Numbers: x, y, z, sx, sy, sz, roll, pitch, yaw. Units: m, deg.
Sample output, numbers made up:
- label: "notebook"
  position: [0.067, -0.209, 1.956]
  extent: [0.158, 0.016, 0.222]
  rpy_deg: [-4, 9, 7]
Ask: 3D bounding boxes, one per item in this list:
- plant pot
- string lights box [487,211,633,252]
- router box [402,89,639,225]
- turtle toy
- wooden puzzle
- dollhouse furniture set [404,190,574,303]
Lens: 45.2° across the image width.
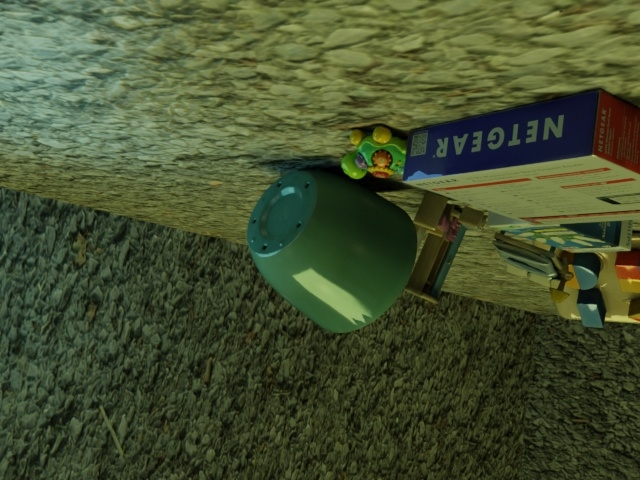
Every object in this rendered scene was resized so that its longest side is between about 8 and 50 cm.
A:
- label: "plant pot"
  position: [0.000, 0.000, 1.489]
  extent: [0.235, 0.293, 0.293]
  rpy_deg: [34, 158, -36]
- label: "string lights box"
  position: [0.443, -0.039, 1.407]
  extent: [0.259, 0.077, 0.133]
  rpy_deg: [14, 169, -36]
- label: "router box"
  position: [0.338, -0.098, 1.080]
  extent: [0.301, 0.082, 0.335]
  rpy_deg: [14, 170, -34]
- label: "turtle toy"
  position: [0.086, -0.130, 1.189]
  extent: [0.095, 0.066, 0.130]
  rpy_deg: [16, 169, -42]
- label: "wooden puzzle"
  position: [0.659, 0.106, 1.720]
  extent: [0.347, 0.081, 0.322]
  rpy_deg: [5, 143, 36]
- label: "dollhouse furniture set"
  position: [0.348, 0.068, 1.581]
  extent: [0.303, 0.198, 0.286]
  rpy_deg: [22, 178, 24]
